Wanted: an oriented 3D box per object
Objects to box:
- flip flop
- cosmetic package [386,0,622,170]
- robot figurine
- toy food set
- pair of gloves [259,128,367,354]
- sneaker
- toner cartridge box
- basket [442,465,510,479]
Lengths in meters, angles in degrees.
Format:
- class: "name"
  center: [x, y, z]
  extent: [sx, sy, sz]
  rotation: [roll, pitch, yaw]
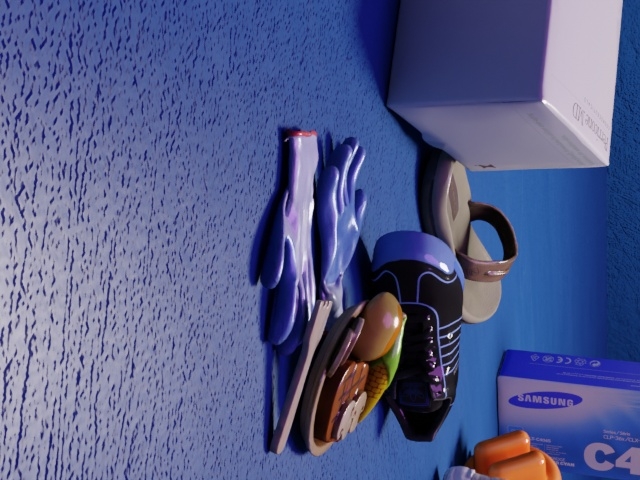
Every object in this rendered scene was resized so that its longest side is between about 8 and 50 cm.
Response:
- class: "flip flop"
  center: [0.167, -0.002, 1.306]
  extent: [0.277, 0.080, 0.112]
  rotation: [69, 28, -50]
- class: "cosmetic package"
  center: [0.186, -0.265, 1.147]
  extent: [0.197, 0.155, 0.366]
  rotation: [24, 69, -58]
- class: "robot figurine"
  center: [0.239, 0.344, 1.531]
  extent: [0.128, 0.158, 0.219]
  rotation: [-42, 136, -42]
- class: "toy food set"
  center: [0.025, 0.101, 0.915]
  extent: [0.192, 0.038, 0.132]
  rotation: [2, 106, -72]
- class: "pair of gloves"
  center: [0.000, 0.000, 0.884]
  extent: [0.198, 0.023, 0.159]
  rotation: [3, 90, -73]
- class: "sneaker"
  center: [0.087, 0.090, 1.078]
  extent: [0.232, 0.081, 0.090]
  rotation: [74, 20, -50]
- class: "toner cartridge box"
  center: [0.432, 0.258, 1.752]
  extent: [0.075, 0.347, 0.165]
  rotation: [-57, 146, -55]
- class: "basket"
  center: [0.230, 0.482, 1.319]
  extent: [0.331, 0.266, 0.328]
  rotation: [-60, 150, -50]
